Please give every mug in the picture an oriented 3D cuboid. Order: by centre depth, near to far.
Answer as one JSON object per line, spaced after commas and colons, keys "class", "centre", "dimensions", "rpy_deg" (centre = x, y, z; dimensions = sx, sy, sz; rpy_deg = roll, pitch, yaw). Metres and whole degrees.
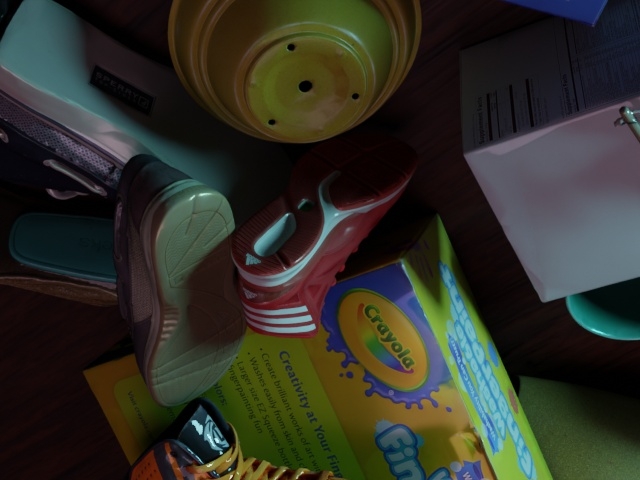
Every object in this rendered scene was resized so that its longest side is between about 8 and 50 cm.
{"class": "mug", "centre": [0.288, 0.012, 1.104], "dimensions": [0.158, 0.097, 0.129], "rpy_deg": [34, 129, -26]}

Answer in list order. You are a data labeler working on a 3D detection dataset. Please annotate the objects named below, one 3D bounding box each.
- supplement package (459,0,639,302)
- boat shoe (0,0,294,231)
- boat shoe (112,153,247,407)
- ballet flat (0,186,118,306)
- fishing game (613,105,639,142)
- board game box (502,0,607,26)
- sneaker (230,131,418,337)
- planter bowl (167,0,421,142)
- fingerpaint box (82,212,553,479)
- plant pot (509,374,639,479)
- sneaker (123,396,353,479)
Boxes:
{"class": "supplement package", "centre": [0.247, -0.084, 0.971], "dimensions": [0.203, 0.149, 0.194], "rpy_deg": [-17, 131, 21]}
{"class": "boat shoe", "centre": [-0.184, -0.084, 1.046], "dimensions": [0.340, 0.127, 0.158], "rpy_deg": [34, 141, -23]}
{"class": "boat shoe", "centre": [-0.129, 0.038, 1.006], "dimensions": [0.103, 0.092, 0.285], "rpy_deg": [-27, 146, -23]}
{"class": "ballet flat", "centre": [-0.326, -0.001, 1.150], "dimensions": [0.342, 0.116, 0.124], "rpy_deg": [13, 154, -14]}
{"class": "fishing game", "centre": [0.360, -0.116, 0.828], "dimensions": [0.264, 0.041, 0.189], "rpy_deg": [-35, 126, 22]}
{"class": "board game box", "centre": [0.148, -0.331, 0.779], "dimensions": [0.233, 0.078, 0.347], "rpy_deg": [13, 135, -9]}
{"class": "sneaker", "centre": [0.000, 0.000, 1.016], "dimensions": [0.087, 0.221, 0.128], "rpy_deg": [35, 142, 26]}
{"class": "planter bowl", "centre": [-0.017, -0.147, 0.945], "dimensions": [0.217, 0.090, 0.217], "rpy_deg": [-4, 131, -4]}
{"class": "fingerpaint box", "centre": [0.028, 0.246, 1.190], "dimensions": [0.371, 0.163, 0.444], "rpy_deg": [-21, 100, 23]}
{"class": "plant pot", "centre": [0.304, 0.260, 1.291], "dimensions": [0.254, 0.237, 0.237], "rpy_deg": [29, 132, -3]}
{"class": "sneaker", "centre": [-0.056, 0.231, 1.053], "dimensions": [0.321, 0.124, 0.180], "rpy_deg": [-16, 103, 23]}
